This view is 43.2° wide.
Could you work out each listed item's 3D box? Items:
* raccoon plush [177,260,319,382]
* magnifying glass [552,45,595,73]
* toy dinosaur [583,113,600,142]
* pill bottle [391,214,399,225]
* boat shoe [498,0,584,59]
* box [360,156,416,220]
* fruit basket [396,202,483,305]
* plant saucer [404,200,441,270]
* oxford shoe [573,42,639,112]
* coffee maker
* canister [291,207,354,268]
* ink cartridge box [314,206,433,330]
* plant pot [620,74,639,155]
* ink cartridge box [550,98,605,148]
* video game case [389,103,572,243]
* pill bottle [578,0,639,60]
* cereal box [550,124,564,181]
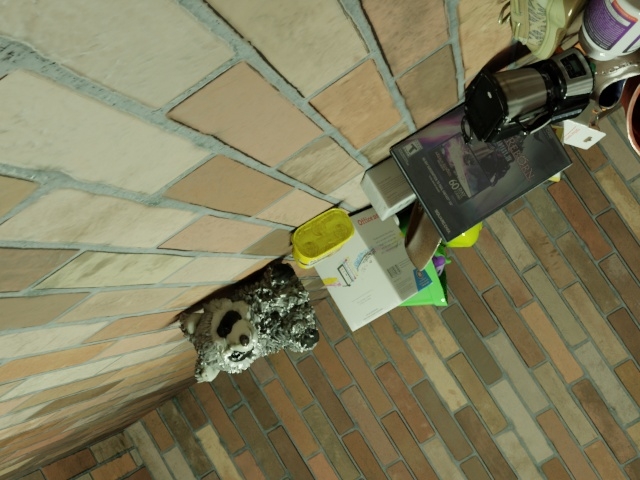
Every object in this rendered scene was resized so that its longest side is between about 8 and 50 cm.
[{"bbox_3d":[-0.187,0.220,1.919,0.299,0.216,0.446,-22,170,-16],"label":"raccoon plush"},{"bbox_3d":[0.435,-0.324,1.450,0.092,0.026,0.231,11,-174,27],"label":"magnifying glass"},{"bbox_3d":[0.598,-0.298,2.065,0.200,0.127,0.296,-42,158,16],"label":"toy dinosaur"},{"bbox_3d":[0.142,-0.030,2.091,0.120,0.067,0.067,-29,172,-20],"label":"pill bottle"},{"bbox_3d":[0.264,-0.289,0.948,0.104,0.089,0.285,-59,172,4],"label":"boat shoe"},{"bbox_3d":[0.142,-0.106,1.536,0.101,0.087,0.102,-31,173,-10],"label":"box"},{"bbox_3d":[0.326,0.001,2.233,0.392,0.283,0.392,-19,-171,3],"label":"fruit basket"},{"bbox_3d":[0.231,-0.091,1.613,0.310,0.050,0.310,20,90,-90],"label":"plant saucer"},{"bbox_3d":[0.519,-0.300,1.643,0.130,0.133,0.363,-29,172,-23],"label":"oxford shoe"},{"bbox_3d":[0.339,-0.239,1.343,0.178,0.120,0.171,-17,-174,-15],"label":"coffee maker"},{"bbox_3d":[0.000,0.000,1.698,0.126,0.073,0.170,-31,174,-9],"label":"canister"},{"bbox_3d":[0.114,0.060,1.929,0.168,0.232,0.171,-35,172,36],"label":"ink cartridge box"},{"bbox_3d":[0.738,-0.329,1.680,0.272,0.272,0.265,-36,-153,23],"label":"plant pot"},{"bbox_3d":[0.468,-0.250,1.599,0.104,0.181,0.061,112,-3,-78],"label":"ink cartridge box"},{"bbox_3d":[0.289,-0.149,1.447,0.274,0.196,0.026,-32,-176,-3],"label":"video game case"},{"bbox_3d":[0.462,-0.347,1.223,0.108,0.108,0.193,-31,173,-7],"label":"pill bottle"},{"bbox_3d":[0.418,-0.192,1.685,0.240,0.173,0.047,42,64,-70],"label":"cereal box"}]
